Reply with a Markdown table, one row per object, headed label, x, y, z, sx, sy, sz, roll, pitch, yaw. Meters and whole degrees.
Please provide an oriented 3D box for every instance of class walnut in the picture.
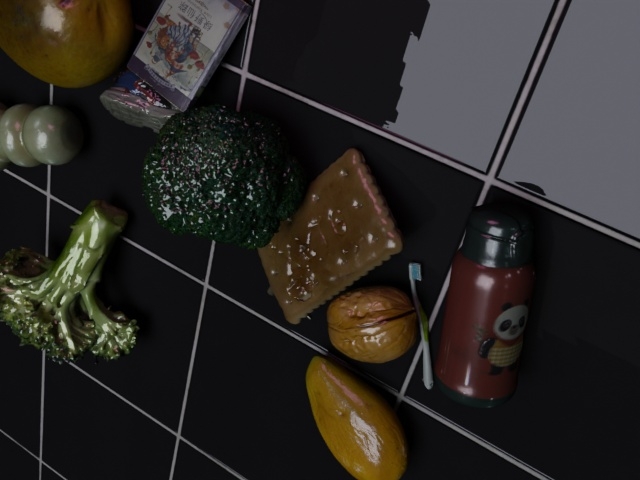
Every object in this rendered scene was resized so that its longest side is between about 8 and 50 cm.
| label | x | y | z | sx | sy | sz | roll | pitch | yaw |
| --- | --- | --- | --- | --- | --- | --- | --- | --- | --- |
| walnut | 0.100 | 0.155 | 1.231 | 0.180 | 0.144 | 0.144 | -15 | 102 | 30 |

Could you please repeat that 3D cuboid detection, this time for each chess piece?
| label | x | y | z | sx | sy | sz | roll | pitch | yaw |
| --- | --- | --- | --- | --- | --- | --- | --- | --- | --- |
| chess piece | -0.692 | -0.239 | 1.526 | 0.330 | 0.182 | 0.183 | 4 | 113 | 24 |

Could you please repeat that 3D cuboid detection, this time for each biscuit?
| label | x | y | z | sx | sy | sz | roll | pitch | yaw |
| --- | --- | --- | --- | --- | --- | --- | --- | --- | --- |
| biscuit | 0.000 | 0.000 | 1.242 | 0.324 | 0.044 | 0.217 | -37 | 70 | 37 |

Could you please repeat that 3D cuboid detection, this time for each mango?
| label | x | y | z | sx | sy | sz | roll | pitch | yaw |
| --- | --- | --- | --- | --- | --- | --- | --- | --- | --- |
| mango | -0.549 | -0.467 | 1.311 | 0.444 | 0.220 | 0.302 | 24 | 128 | 31 |
| mango | 0.073 | 0.372 | 1.357 | 0.317 | 0.119 | 0.176 | 52 | 134 | 7 |

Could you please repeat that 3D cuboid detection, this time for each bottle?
| label | x | y | z | sx | sy | sz | roll | pitch | yaw |
| --- | --- | --- | --- | --- | --- | --- | --- | --- | --- |
| bottle | 0.273 | 0.102 | 1.102 | 0.143 | 0.144 | 0.337 | 14 | 116 | 26 |

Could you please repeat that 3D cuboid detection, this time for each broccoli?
| label | x | y | z | sx | sy | sz | roll | pitch | yaw |
| --- | --- | --- | --- | --- | --- | --- | --- | --- | --- |
| broccoli | -0.188 | -0.104 | 1.229 | 0.297 | 0.297 | 0.297 | 46 | 149 | 6 |
| broccoli | -0.623 | 0.077 | 1.583 | 0.352 | 0.275 | 0.397 | -5 | 124 | -14 |

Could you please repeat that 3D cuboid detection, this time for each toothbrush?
| label | x | y | z | sx | sy | sz | roll | pitch | yaw |
| --- | --- | --- | --- | --- | --- | --- | --- | --- | --- |
| toothbrush | 0.189 | 0.163 | 1.254 | 0.026 | 0.022 | 0.263 | 9 | 115 | 41 |

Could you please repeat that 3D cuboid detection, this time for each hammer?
| label | x | y | z | sx | sy | sz | roll | pitch | yaw |
| --- | --- | --- | --- | --- | --- | --- | --- | --- | --- |
| hammer | -0.061 | 0.127 | 1.394 | 0.110 | 0.019 | 0.035 | 40 | 126 | 3 |

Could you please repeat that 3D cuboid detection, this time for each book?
| label | x | y | z | sx | sy | sz | roll | pitch | yaw |
| --- | --- | --- | --- | --- | --- | --- | --- | --- | --- |
| book | -0.247 | -0.375 | 1.233 | 0.157 | 0.026 | 0.231 | 39 | 106 | 11 |

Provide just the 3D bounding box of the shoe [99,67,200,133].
| label | x | y | z | sx | sy | sz | roll | pitch | yaw |
| --- | --- | --- | --- | --- | --- | --- | --- | --- | --- |
| shoe | -0.314 | -0.283 | 1.329 | 0.227 | 0.126 | 0.099 | 16 | 158 | -2 |
